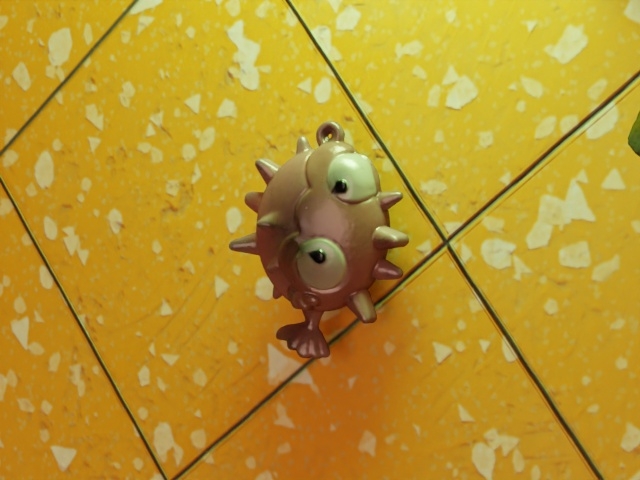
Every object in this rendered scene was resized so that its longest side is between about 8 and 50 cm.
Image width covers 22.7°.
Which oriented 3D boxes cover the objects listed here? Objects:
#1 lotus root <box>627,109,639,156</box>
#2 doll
[{"bbox_3d":[0.424,-0.067,1.403,0.314,0.142,0.210,37,104,33],"label":"lotus root"},{"bbox_3d":[0.000,0.000,1.754,0.211,0.093,0.262,17,99,27],"label":"doll"}]
